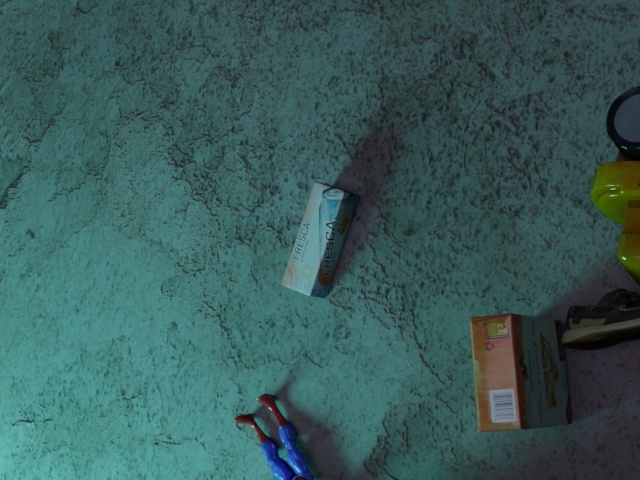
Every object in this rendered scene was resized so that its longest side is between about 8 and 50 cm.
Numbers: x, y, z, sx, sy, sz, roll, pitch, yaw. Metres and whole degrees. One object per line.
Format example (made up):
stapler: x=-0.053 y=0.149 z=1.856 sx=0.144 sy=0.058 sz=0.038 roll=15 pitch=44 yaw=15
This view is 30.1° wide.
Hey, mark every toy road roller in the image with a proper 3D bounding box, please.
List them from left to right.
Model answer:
toy road roller: x=0.522 y=-0.050 z=1.567 sx=0.330 sy=0.202 sz=0.240 roll=7 pitch=74 yaw=32

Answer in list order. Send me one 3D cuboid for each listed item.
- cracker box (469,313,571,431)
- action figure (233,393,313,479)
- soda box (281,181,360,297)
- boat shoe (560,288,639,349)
cracker box: x=0.286 y=0.187 z=1.679 sx=0.067 sy=0.232 sz=0.155 roll=-8 pitch=81 yaw=27
action figure: x=-0.056 y=0.383 z=1.907 sx=0.091 sy=0.139 sz=0.280 roll=-44 pitch=69 yaw=19
soda box: x=0.000 y=0.000 z=1.958 sx=0.063 sy=0.058 sz=0.183 roll=20 pitch=95 yaw=29
boat shoe: x=0.420 y=0.103 z=1.669 sx=0.223 sy=0.080 sz=0.073 roll=-26 pitch=61 yaw=56
